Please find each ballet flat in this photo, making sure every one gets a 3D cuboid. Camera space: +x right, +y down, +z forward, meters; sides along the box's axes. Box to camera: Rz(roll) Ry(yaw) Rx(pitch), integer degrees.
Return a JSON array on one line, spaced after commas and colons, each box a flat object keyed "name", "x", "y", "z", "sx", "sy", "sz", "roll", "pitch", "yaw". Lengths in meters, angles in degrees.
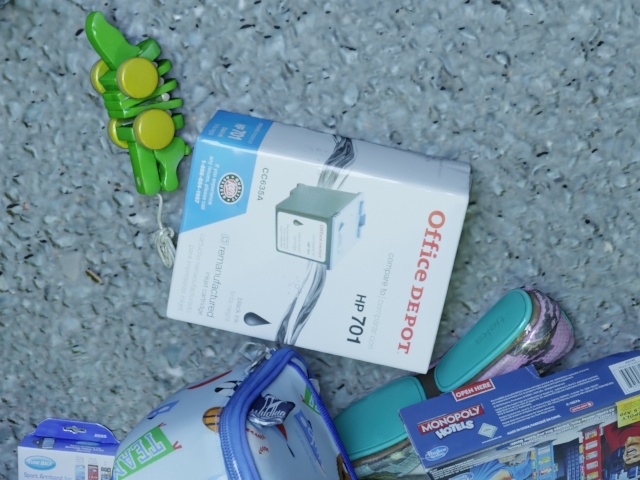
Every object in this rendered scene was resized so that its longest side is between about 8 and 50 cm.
[{"name": "ballet flat", "x": 0.096, "y": 0.122, "z": 1.010, "sx": 0.221, "sy": 0.077, "sz": 0.079, "roll": -39, "pitch": 119, "yaw": 16}]

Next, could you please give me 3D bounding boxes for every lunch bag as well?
[{"name": "lunch bag", "x": -0.017, "y": 0.218, "z": 0.903, "sx": 0.115, "sy": 0.243, "sz": 0.303, "roll": -22, "pitch": 93, "yaw": 14}]

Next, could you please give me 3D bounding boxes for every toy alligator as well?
[{"name": "toy alligator", "x": -0.116, "y": -0.076, "z": 0.977, "sx": 0.051, "sy": 0.056, "sz": 0.189, "roll": -25, "pitch": 108, "yaw": -28}]

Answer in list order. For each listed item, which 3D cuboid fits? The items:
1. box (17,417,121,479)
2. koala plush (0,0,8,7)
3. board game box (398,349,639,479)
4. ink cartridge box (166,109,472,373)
[{"name": "box", "x": -0.198, "y": 0.208, "z": 1.091, "sx": 0.081, "sy": 0.028, "sz": 0.136, "roll": 4, "pitch": 111, "yaw": 5}, {"name": "koala plush", "x": -0.251, "y": -0.221, "z": 0.852, "sx": 0.203, "sy": 0.221, "sz": 0.196, "roll": -27, "pitch": 103, "yaw": 14}, {"name": "board game box", "x": 0.165, "y": 0.172, "z": 0.995, "sx": 0.194, "sy": 0.060, "sz": 0.194, "roll": -17, "pitch": 134, "yaw": -6}, {"name": "ink cartridge box", "x": 0.000, "y": 0.000, "z": 0.971, "sx": 0.191, "sy": 0.082, "sz": 0.139, "roll": 12, "pitch": 109, "yaw": 4}]
